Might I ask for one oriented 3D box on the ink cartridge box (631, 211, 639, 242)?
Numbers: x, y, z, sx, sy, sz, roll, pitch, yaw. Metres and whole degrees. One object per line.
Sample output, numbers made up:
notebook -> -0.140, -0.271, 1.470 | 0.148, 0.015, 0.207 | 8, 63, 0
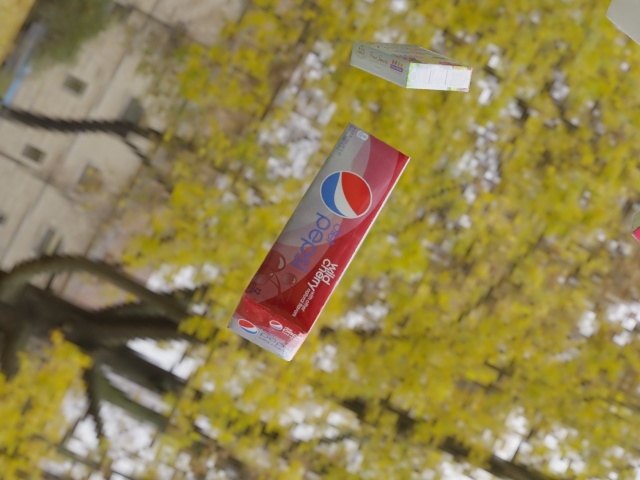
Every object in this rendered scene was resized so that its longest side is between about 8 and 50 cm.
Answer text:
ink cartridge box -> 0.517, -0.001, 2.086 | 0.109, 0.150, 0.063 | -42, -171, 26

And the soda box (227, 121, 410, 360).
soda box -> 0.000, 0.000, 1.686 | 0.263, 0.083, 0.092 | -60, 180, -30

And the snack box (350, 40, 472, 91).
snack box -> 0.117, -0.229, 2.000 | 0.141, 0.100, 0.037 | 32, -64, 55

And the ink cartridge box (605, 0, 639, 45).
ink cartridge box -> 0.283, -0.145, 1.067 | 0.135, 0.099, 0.056 | 49, -48, 32
